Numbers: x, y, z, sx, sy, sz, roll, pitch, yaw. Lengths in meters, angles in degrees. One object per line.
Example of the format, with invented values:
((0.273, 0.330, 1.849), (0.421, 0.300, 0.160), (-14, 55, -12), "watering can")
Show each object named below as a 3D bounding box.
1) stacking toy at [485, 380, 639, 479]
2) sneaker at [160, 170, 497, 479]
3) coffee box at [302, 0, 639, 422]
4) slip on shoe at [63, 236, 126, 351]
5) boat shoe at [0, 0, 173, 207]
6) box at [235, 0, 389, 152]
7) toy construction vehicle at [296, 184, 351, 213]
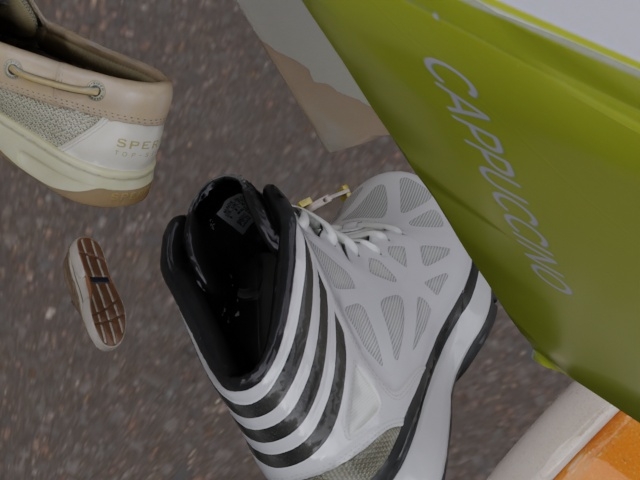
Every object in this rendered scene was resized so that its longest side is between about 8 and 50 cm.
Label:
((0.357, 0.303, 1.170), (0.350, 0.350, 0.480), (-39, 67, -19), "stacking toy")
((0.015, 0.012, 1.232), (0.169, 0.447, 0.257), (-18, 119, 20), "sneaker")
((0.245, -0.074, 0.434), (0.338, 0.337, 0.334), (30, 80, 29), "coffee box")
((-0.244, 0.062, 1.634), (0.051, 0.041, 0.135), (6, 54, -46), "slip on shoe")
((-0.223, -0.134, 1.002), (0.302, 0.098, 0.109), (32, 28, 19), "boat shoe")
((0.009, -0.210, 1.320), (0.121, 0.311, 0.148), (-18, 66, 8), "box")
((0.000, 0.000, 1.461), (0.098, 0.035, 0.086), (-24, 78, -15), "toy construction vehicle")
